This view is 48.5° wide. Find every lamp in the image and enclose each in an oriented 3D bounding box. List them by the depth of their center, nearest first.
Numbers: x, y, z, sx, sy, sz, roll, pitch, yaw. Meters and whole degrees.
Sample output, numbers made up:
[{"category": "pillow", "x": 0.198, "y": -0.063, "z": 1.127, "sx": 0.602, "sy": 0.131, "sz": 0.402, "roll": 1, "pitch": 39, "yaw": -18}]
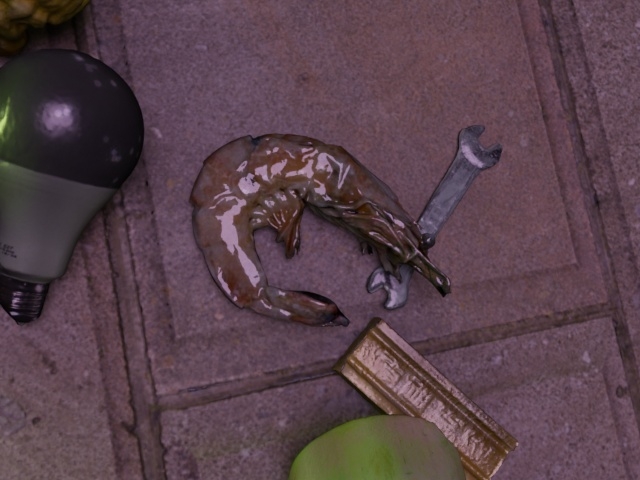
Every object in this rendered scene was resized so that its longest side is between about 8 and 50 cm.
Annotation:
[{"category": "lamp", "x": -0.331, "y": -0.073, "z": 0.829, "sx": 0.182, "sy": 0.182, "sz": 0.313, "roll": 32, "pitch": 101, "yaw": -6}]

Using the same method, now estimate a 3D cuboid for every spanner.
[{"category": "spanner", "x": 0.158, "y": -0.037, "z": 0.979, "sx": 0.071, "sy": 0.017, "sz": 0.301, "roll": 36, "pitch": 76, "yaw": -4}]

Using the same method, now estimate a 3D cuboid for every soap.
[{"category": "soap", "x": 0.138, "y": 0.216, "z": 0.928, "sx": 0.252, "sy": 0.037, "sz": 0.092, "roll": 43, "pitch": 77, "yaw": -3}]

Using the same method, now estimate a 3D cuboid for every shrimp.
[{"category": "shrimp", "x": 0.000, "y": 0.000, "z": 0.910, "sx": 0.361, "sy": 0.085, "sz": 0.246, "roll": 26, "pitch": 82, "yaw": 1}]

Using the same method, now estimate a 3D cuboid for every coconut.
[{"category": "coconut", "x": 0.066, "y": 0.309, "z": 0.815, "sx": 0.205, "sy": 0.236, "sz": 0.235, "roll": -2, "pitch": 82, "yaw": -4}]

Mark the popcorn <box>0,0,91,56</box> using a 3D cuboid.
[{"category": "popcorn", "x": -0.399, "y": -0.338, "z": 0.823, "sx": 0.252, "sy": 0.206, "sz": 0.236, "roll": -25, "pitch": 102, "yaw": -2}]
